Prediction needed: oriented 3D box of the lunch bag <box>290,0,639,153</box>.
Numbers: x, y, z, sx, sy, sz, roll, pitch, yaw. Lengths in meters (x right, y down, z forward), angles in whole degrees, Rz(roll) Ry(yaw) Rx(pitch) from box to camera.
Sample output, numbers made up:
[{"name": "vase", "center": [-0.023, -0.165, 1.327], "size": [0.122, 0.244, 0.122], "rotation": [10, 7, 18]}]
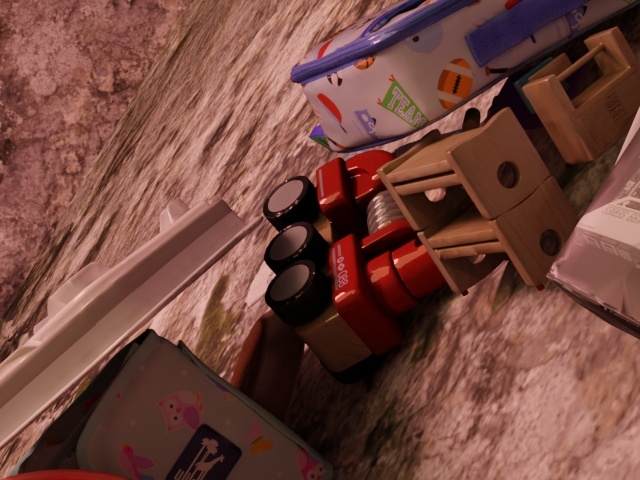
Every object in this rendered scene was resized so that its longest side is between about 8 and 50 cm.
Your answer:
[{"name": "lunch bag", "center": [0.139, -0.191, 1.228], "size": [0.303, 0.115, 0.243], "rotation": [-33, 8, -23]}]

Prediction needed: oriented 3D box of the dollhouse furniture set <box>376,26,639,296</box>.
[{"name": "dollhouse furniture set", "center": [0.173, -0.059, 1.110], "size": [0.184, 0.129, 0.129], "rotation": [-37, 11, -21]}]

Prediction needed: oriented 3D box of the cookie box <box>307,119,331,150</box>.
[{"name": "cookie box", "center": [0.037, -0.157, 1.697], "size": [0.092, 0.040, 0.107], "rotation": [-60, 18, -8]}]

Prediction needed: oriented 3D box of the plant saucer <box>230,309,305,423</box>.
[{"name": "plant saucer", "center": [-0.062, 0.147, 1.359], "size": [0.198, 0.036, 0.198], "rotation": [-163, 90, -80]}]

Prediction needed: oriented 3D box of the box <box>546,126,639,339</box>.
[{"name": "box", "center": [0.293, -0.055, 0.712], "size": [0.307, 0.076, 0.242], "rotation": [-57, 37, -1]}]

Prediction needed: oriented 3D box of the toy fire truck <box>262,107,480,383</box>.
[{"name": "toy fire truck", "center": [0.068, -0.024, 1.274], "size": [0.246, 0.158, 0.217], "rotation": [-30, 31, 17]}]

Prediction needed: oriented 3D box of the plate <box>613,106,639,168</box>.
[{"name": "plate", "center": [0.326, -0.132, 0.919], "size": [0.277, 0.045, 0.278], "rotation": [-17, 43, 63]}]

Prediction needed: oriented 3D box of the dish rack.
[{"name": "dish rack", "center": [-0.205, 0.076, 1.209], "size": [0.285, 0.072, 0.333], "rotation": [-39, 4, 22]}]

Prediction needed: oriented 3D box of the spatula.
[{"name": "spatula", "center": [0.148, -0.111, 1.354], "size": [0.296, 0.030, 0.084], "rotation": [-25, 35, 58]}]

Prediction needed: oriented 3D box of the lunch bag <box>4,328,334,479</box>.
[{"name": "lunch bag", "center": [-0.146, 0.228, 1.218], "size": [0.262, 0.223, 0.160], "rotation": [-47, 13, 16]}]

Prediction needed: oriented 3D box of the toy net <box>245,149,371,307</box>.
[{"name": "toy net", "center": [0.000, 0.000, 1.531], "size": [0.232, 0.045, 0.122], "rotation": [-52, 23, 18]}]

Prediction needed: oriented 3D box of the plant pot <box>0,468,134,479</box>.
[{"name": "plant pot", "center": [-0.203, 0.359, 1.066], "size": [0.275, 0.275, 0.243], "rotation": [-81, 7, -52]}]
